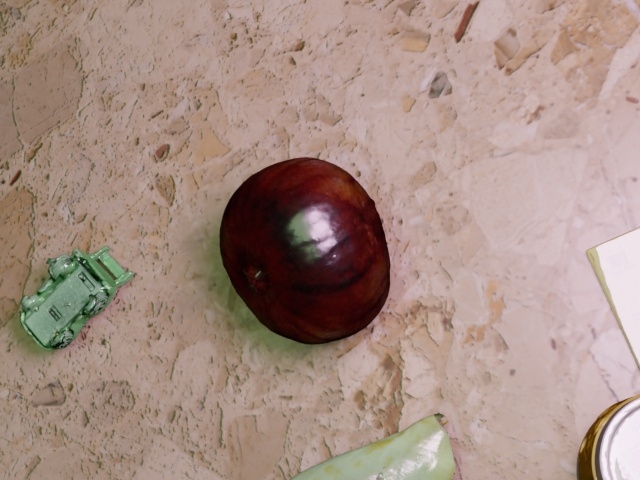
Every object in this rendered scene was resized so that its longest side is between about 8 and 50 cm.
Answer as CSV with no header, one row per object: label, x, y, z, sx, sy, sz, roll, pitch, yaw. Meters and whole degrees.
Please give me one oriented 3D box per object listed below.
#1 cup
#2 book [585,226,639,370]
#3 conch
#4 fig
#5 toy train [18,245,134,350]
cup,0.364,0.276,1.305,0.185,0.226,0.241,33,83,17
book,0.438,0.065,1.430,0.167,0.013,0.192,-24,76,10
conch,0.062,0.329,1.446,0.250,0.137,0.143,-17,49,-7
fig,-0.010,0.008,1.458,0.214,0.235,0.235,-3,78,-23
toy train,-0.335,0.078,1.603,0.099,0.081,0.149,43,99,17
